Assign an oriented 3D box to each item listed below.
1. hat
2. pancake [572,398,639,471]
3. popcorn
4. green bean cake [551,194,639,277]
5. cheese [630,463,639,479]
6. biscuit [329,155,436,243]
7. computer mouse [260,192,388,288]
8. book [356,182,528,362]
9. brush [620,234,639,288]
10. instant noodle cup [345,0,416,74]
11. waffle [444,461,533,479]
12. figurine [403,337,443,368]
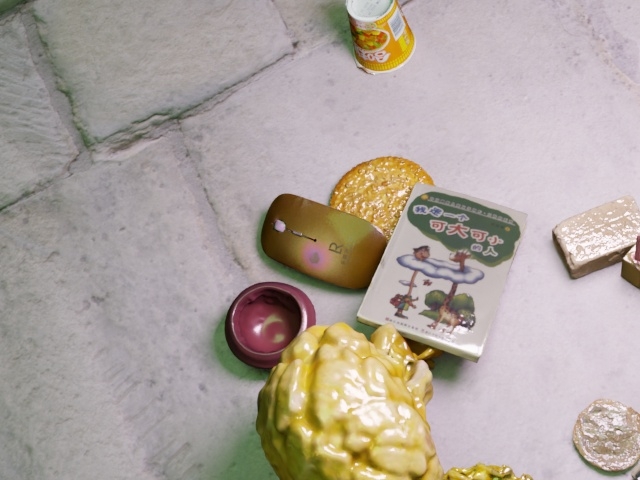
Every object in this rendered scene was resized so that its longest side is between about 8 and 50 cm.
[{"bbox_3d":[-0.107,0.186,1.894,0.205,0.089,0.206,-4,69,9],"label":"hat"},{"bbox_3d":[0.551,0.371,1.664,0.139,0.022,0.140,-6,66,13],"label":"pancake"},{"bbox_3d":[0.045,0.353,1.622,0.353,0.344,0.390,19,45,-18],"label":"popcorn"},{"bbox_3d":[0.577,-0.007,1.790,0.179,0.085,0.109,-20,64,5],"label":"green bean cake"},{"bbox_3d":[0.702,0.429,1.581,0.251,0.054,0.127,-22,62,4],"label":"cheese"},{"bbox_3d":[0.139,-0.081,1.972,0.253,0.035,0.254,-6,66,14],"label":"biscuit"},{"bbox_3d":[0.000,0.000,1.934,0.310,0.072,0.158,21,95,24],"label":"computer mouse"},{"bbox_3d":[0.259,0.053,1.804,0.260,0.043,0.371,18,57,13],"label":"book"},{"bbox_3d":[0.632,0.041,1.669,0.103,0.233,0.047,38,82,28],"label":"brush"},{"bbox_3d":[0.134,-0.516,2.081,0.168,0.185,0.169,-6,65,13],"label":"instant noodle cup"},{"bbox_3d":[0.303,0.550,1.633,0.280,0.060,0.262,-15,64,9],"label":"waffle"},{"bbox_3d":[0.175,0.234,1.776,0.176,0.122,0.121,-29,100,11],"label":"figurine"}]
